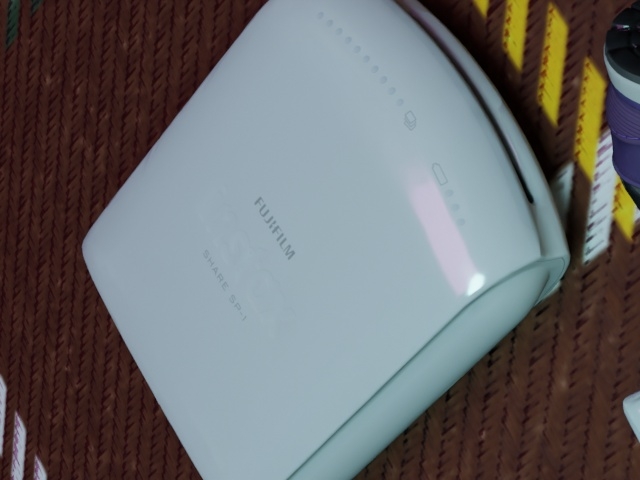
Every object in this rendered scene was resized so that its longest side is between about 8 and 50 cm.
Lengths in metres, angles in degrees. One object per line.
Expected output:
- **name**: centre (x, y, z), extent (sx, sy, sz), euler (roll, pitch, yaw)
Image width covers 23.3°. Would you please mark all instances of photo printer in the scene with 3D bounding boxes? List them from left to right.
- **photo printer**: centre (0.000, 0.000, 0.973), extent (0.307, 0.107, 0.256), euler (-47, 64, 33)

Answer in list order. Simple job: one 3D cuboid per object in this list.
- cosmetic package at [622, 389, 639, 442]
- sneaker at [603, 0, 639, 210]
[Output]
- **cosmetic package**: centre (0.333, 0.057, 0.550), extent (0.385, 0.156, 0.217), euler (-34, 71, 26)
- **sneaker**: centre (0.279, -0.037, 0.754), extent (0.283, 0.107, 0.124), euler (17, 139, 27)
